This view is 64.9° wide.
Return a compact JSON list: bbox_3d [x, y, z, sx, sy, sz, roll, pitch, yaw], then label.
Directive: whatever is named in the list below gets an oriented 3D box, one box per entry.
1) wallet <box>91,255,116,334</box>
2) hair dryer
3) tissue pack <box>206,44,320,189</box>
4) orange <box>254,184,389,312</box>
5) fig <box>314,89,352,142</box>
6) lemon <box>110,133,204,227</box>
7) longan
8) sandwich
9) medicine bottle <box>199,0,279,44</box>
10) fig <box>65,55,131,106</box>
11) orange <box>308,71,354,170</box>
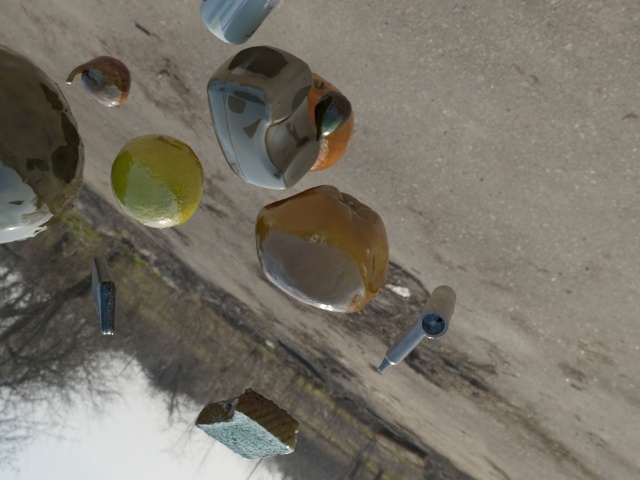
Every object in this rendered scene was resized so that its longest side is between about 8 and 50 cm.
[{"bbox_3d":[-0.559,0.139,1.291,0.044,0.149,0.250,-2,-163,-29],"label":"wallet"},{"bbox_3d":[0.169,0.189,0.962,0.054,0.220,0.195,44,-162,9],"label":"hair dryer"},{"bbox_3d":[-0.173,-0.354,1.471,0.277,0.267,0.387,20,145,24],"label":"tissue pack"},{"bbox_3d":[0.000,0.000,0.846,0.249,0.183,0.249,25,-174,-3],"label":"orange"},{"bbox_3d":[0.025,-0.357,1.469,0.103,0.154,0.109,27,-164,-30],"label":"fig"},{"bbox_3d":[-0.325,-0.114,1.010,0.178,0.178,0.203,26,123,26],"label":"lemon"},{"bbox_3d":[-0.646,-0.180,0.945,0.391,0.391,0.391,32,160,13],"label":"longan"},{"bbox_3d":[-0.166,0.428,1.161,0.186,0.065,0.215,44,133,-18],"label":"sandwich"},{"bbox_3d":[-0.192,-0.685,1.358,0.170,0.170,0.293,42,136,-15],"label":"medicine bottle"},{"bbox_3d":[-0.779,-0.579,1.773,0.175,0.175,0.207,16,176,44],"label":"fig"},{"bbox_3d":[-0.066,-0.461,1.908,0.424,0.424,0.326,33,123,9],"label":"orange"}]
